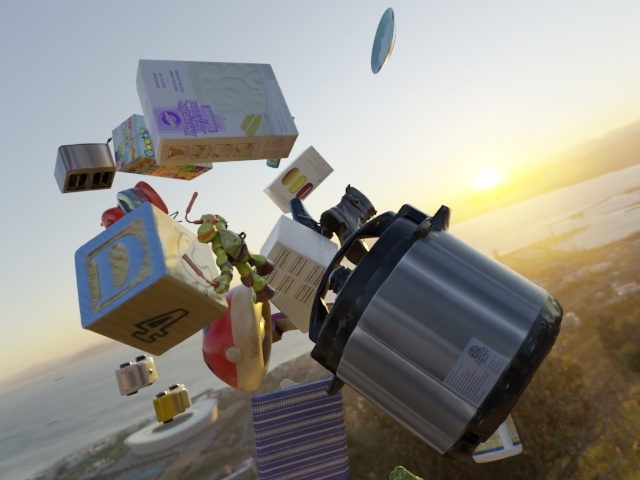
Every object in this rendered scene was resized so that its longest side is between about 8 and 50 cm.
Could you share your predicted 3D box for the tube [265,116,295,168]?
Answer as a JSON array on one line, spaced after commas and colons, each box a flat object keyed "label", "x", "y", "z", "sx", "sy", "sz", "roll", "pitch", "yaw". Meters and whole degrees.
[{"label": "tube", "x": -0.159, "y": -0.378, "z": 1.993, "sx": 0.080, "sy": 0.207, "sz": 0.052, "roll": 0, "pitch": 31, "yaw": -35}]

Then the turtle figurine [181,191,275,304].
[{"label": "turtle figurine", "x": -0.174, "y": 0.017, "z": 1.036, "sx": 0.087, "sy": 0.270, "sz": 0.217, "roll": -36, "pitch": -49, "yaw": 10}]

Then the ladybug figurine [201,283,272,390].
[{"label": "ladybug figurine", "x": -0.236, "y": 0.271, "z": 1.508, "sx": 0.161, "sy": 0.305, "sz": 0.449, "roll": -3, "pitch": -1, "yaw": 0}]

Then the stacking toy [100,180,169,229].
[{"label": "stacking toy", "x": -0.616, "y": -0.040, "z": 1.786, "sx": 0.130, "sy": 0.280, "sz": 0.309, "roll": -39, "pitch": 9, "yaw": -34}]

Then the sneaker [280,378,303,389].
[{"label": "sneaker", "x": -0.082, "y": 0.605, "z": 2.079, "sx": 0.152, "sy": 0.058, "sz": 0.085, "roll": 14, "pitch": -28, "yaw": 27}]

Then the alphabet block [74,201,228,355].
[{"label": "alphabet block", "x": -0.327, "y": 0.081, "z": 1.017, "sx": 0.193, "sy": 0.192, "sz": 0.197, "roll": -31, "pitch": -35, "yaw": 10}]

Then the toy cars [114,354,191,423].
[{"label": "toy cars", "x": -0.521, "y": 0.481, "z": 1.713, "sx": 0.087, "sy": 0.177, "sz": 0.394, "roll": -17, "pitch": -44, "yaw": 10}]

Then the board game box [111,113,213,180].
[{"label": "board game box", "x": -0.511, "y": -0.295, "z": 1.706, "sx": 0.142, "sy": 0.144, "sz": 0.275, "roll": -18, "pitch": -13, "yaw": 38}]

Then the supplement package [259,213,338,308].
[{"label": "supplement package", "x": -0.069, "y": 0.061, "z": 1.554, "sx": 0.149, "sy": 0.203, "sz": 0.194, "roll": -56, "pitch": 13, "yaw": 23}]

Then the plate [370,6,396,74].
[{"label": "plate", "x": 0.189, "y": -0.582, "z": 1.537, "sx": 0.024, "sy": 0.188, "sz": 0.188, "roll": 8, "pitch": -9, "yaw": -14}]

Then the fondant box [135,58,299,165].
[{"label": "fondant box", "x": -0.244, "y": -0.308, "z": 1.245, "sx": 0.330, "sy": 0.238, "sz": 0.096, "roll": -9, "pitch": -26, "yaw": -27}]

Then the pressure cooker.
[{"label": "pressure cooker", "x": 0.192, "y": 0.152, "z": 1.015, "sx": 0.370, "sy": 0.420, "sz": 0.376, "roll": -46, "pitch": -21, "yaw": -34}]

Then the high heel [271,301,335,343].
[{"label": "high heel", "x": -0.075, "y": 0.308, "z": 2.212, "sx": 0.377, "sy": 0.127, "sz": 0.181, "roll": -18, "pitch": 23, "yaw": 11}]

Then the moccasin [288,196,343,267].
[{"label": "moccasin", "x": 0.000, "y": 0.000, "z": 1.813, "sx": 0.116, "sy": 0.342, "sz": 0.138, "roll": -25, "pitch": 6, "yaw": 7}]

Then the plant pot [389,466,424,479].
[{"label": "plant pot", "x": 0.231, "y": 0.662, "z": 1.426, "sx": 0.083, "sy": 0.079, "sz": 0.083, "roll": -39, "pitch": 14, "yaw": 12}]

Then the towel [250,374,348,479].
[{"label": "towel", "x": -0.049, "y": 0.518, "z": 1.356, "sx": 0.243, "sy": 0.336, "sz": 0.040, "roll": -10, "pitch": 18, "yaw": -19}]

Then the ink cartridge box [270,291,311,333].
[{"label": "ink cartridge box", "x": -0.097, "y": 0.189, "z": 2.044, "sx": 0.121, "sy": 0.211, "sz": 0.289, "roll": -38, "pitch": 25, "yaw": 11}]

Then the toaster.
[{"label": "toaster", "x": -0.781, "y": -0.244, "z": 1.745, "sx": 0.168, "sy": 0.110, "sz": 0.186, "roll": -12, "pitch": -23, "yaw": -38}]

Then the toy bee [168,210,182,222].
[{"label": "toy bee", "x": -0.436, "y": 0.088, "z": 1.335, "sx": 0.298, "sy": 0.162, "sz": 0.195, "roll": -35, "pitch": 23, "yaw": -4}]

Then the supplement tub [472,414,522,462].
[{"label": "supplement tub", "x": 0.494, "y": 0.540, "z": 1.550, "sx": 0.144, "sy": 0.200, "sz": 0.144, "roll": -12, "pitch": -23, "yaw": -5}]

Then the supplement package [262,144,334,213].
[{"label": "supplement package", "x": -0.089, "y": -0.235, "z": 2.061, "sx": 0.244, "sy": 0.139, "sz": 0.134, "roll": -47, "pitch": 12, "yaw": -11}]

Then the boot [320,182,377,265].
[{"label": "boot", "x": 0.134, "y": -0.057, "z": 1.777, "sx": 0.091, "sy": 0.263, "sz": 0.229, "roll": -35, "pitch": 3, "yaw": 43}]
